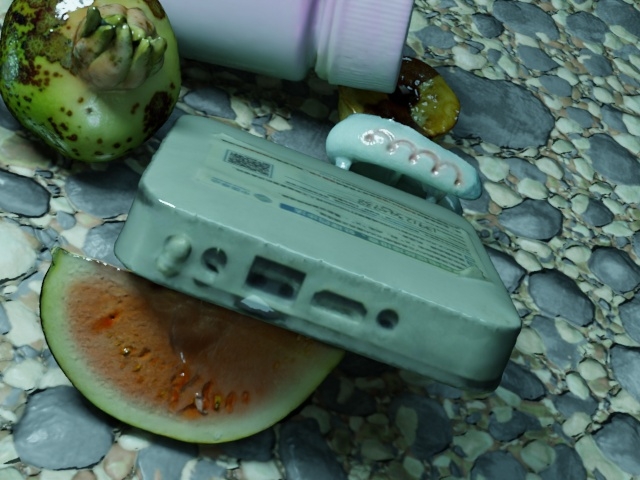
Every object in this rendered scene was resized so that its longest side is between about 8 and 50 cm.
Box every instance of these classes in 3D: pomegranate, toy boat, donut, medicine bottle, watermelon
[{"bbox_3d":[-0.239,-0.213,1.156,0.204,0.277,0.221,-37,107,-49],"label":"pomegranate"},{"bbox_3d":[0.100,-0.084,1.302,0.208,0.134,0.078,28,70,-3],"label":"toy boat"},{"bbox_3d":[0.102,-0.184,1.420,0.166,0.073,0.184,44,50,16],"label":"donut"},{"bbox_3d":[-0.071,-0.326,1.313,0.389,0.219,0.219,12,47,4],"label":"medicine bottle"},{"bbox_3d":[-0.140,0.104,1.046,0.304,0.159,0.128,20,20,-8],"label":"watermelon"}]

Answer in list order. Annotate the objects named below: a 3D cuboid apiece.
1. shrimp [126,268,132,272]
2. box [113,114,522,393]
[{"bbox_3d":[-0.147,0.026,1.157,0.162,0.045,0.095,-25,64,-43],"label":"shrimp"},{"bbox_3d":[-0.001,0.001,1.093,0.396,0.111,0.396,20,16,-6],"label":"box"}]
